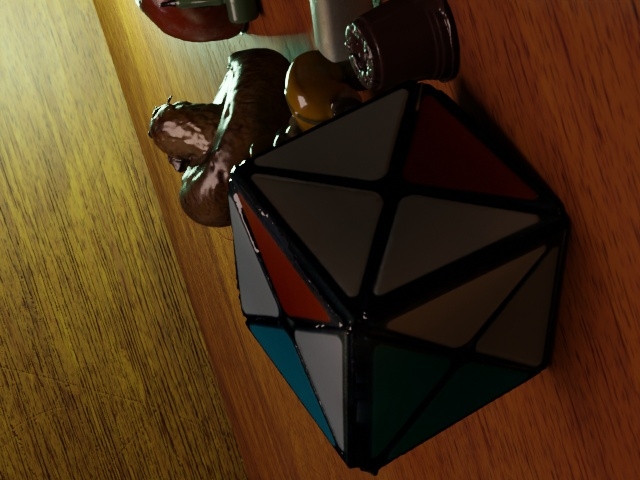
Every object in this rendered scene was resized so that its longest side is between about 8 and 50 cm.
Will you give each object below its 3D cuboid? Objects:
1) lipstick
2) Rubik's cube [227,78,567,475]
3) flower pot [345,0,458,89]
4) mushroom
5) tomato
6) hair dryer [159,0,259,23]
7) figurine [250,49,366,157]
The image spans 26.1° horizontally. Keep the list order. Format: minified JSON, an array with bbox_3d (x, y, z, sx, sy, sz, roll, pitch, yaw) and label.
[{"bbox_3d":[0.016,-0.321,1.505,0.079,0.077,0.253,-125,20,-48],"label":"lipstick"},{"bbox_3d":[0.072,0.032,1.364,0.250,0.248,0.246,51,157,36],"label":"Rubik's cube"},{"bbox_3d":[0.076,-0.201,1.402,0.111,0.089,0.111,161,90,-76],"label":"flower pot"},{"bbox_3d":[-0.115,-0.143,1.924,0.283,0.195,0.263,16,86,50],"label":"mushroom"},{"bbox_3d":[-0.212,-0.402,2.125,0.181,0.155,0.214,34,140,61],"label":"tomato"},{"bbox_3d":[-0.167,-0.356,2.036,0.047,0.150,0.071,-65,-30,-60],"label":"hair dryer"},{"bbox_3d":[-0.001,-0.109,1.669,0.192,0.167,0.256,-104,8,-48],"label":"figurine"}]
